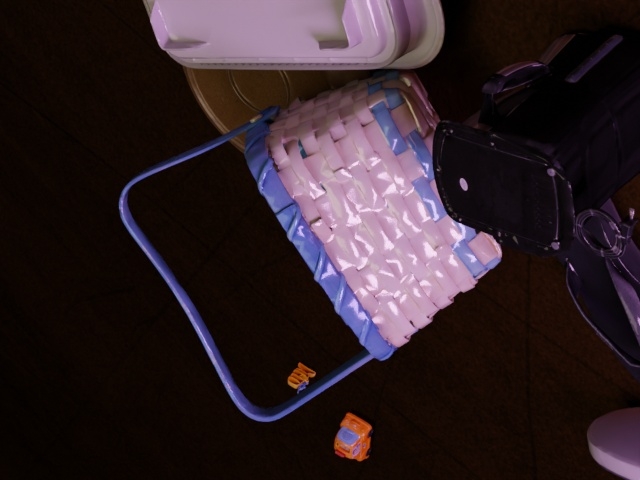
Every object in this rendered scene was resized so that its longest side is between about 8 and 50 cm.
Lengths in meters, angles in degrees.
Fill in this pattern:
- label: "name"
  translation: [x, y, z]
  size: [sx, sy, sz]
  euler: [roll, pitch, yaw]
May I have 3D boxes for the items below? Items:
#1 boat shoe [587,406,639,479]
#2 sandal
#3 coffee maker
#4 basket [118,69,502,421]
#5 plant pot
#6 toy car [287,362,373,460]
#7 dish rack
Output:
- label: "boat shoe"
  translation: [0.358, 0.216, 1.421]
  size: [0.268, 0.096, 0.088]
  euler: [9, 123, 30]
- label: "sandal"
  translation: [0.249, 0.046, 1.408]
  size: [0.254, 0.054, 0.097]
  euler: [53, 142, -5]
- label: "coffee maker"
  translation: [0.201, -0.070, 1.255]
  size: [0.171, 0.178, 0.120]
  euler: [38, 143, 18]
- label: "basket"
  translation: [0.000, 0.000, 1.444]
  size: [0.289, 0.201, 0.254]
  euler: [-28, 104, 7]
- label: "plant pot"
  translation: [-0.052, -0.157, 1.553]
  size: [0.236, 0.032, 0.236]
  euler: [27, 138, 27]
- label: "toy car"
  translation: [0.004, 0.196, 1.790]
  size: [0.122, 0.040, 0.060]
  euler: [40, 142, 11]
- label: "dish rack"
  translation: [-0.066, -0.264, 1.395]
  size: [0.333, 0.072, 0.285]
  euler: [6, 125, 44]
